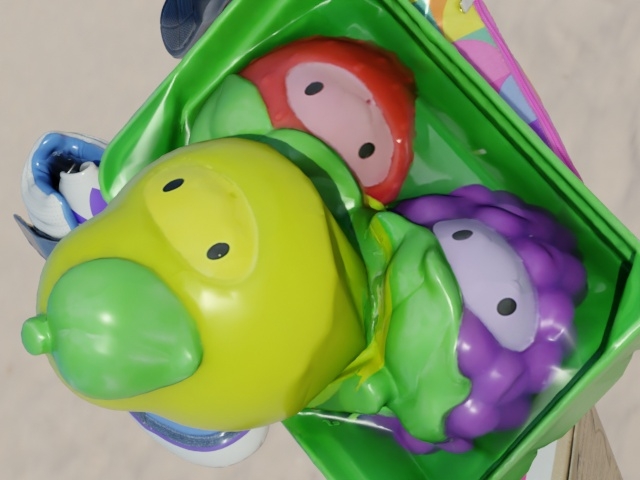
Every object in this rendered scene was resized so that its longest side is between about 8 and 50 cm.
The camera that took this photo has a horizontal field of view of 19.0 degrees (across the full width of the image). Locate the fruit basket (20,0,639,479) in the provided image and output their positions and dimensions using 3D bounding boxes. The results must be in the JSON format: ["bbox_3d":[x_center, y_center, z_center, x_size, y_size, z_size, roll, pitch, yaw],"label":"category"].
[{"bbox_3d":[0.000,0.000,1.185,0.283,0.392,0.392,-48,28,14],"label":"fruit basket"}]

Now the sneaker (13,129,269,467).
[{"bbox_3d":[-0.174,0.038,1.733,0.323,0.130,0.236,55,174,36],"label":"sneaker"}]

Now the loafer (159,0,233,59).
[{"bbox_3d":[-0.080,-0.305,2.158,0.302,0.095,0.109,-40,60,50],"label":"loafer"}]

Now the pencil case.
[{"bbox_3d":[0.120,-0.107,1.471,0.236,0.104,0.104,63,154,-1],"label":"pencil case"}]

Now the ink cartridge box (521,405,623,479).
[{"bbox_3d":[0.157,0.242,1.401,0.193,0.088,0.234,61,-145,-50],"label":"ink cartridge box"}]
